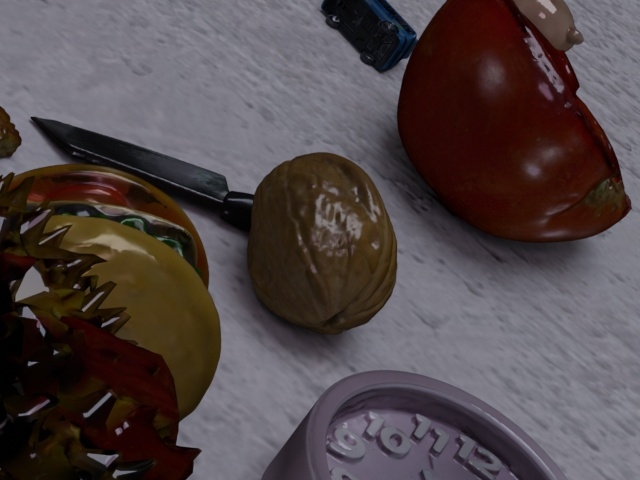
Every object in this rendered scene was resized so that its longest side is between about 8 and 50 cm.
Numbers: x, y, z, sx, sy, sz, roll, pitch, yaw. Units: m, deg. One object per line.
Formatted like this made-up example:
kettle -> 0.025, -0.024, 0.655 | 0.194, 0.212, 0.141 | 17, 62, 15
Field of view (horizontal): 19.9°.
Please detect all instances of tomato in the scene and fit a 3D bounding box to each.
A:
tomato -> 0.135, -0.086, 1.389 | 0.200, 0.139, 0.233 | 64, 8, 28

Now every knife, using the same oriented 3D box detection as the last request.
knife -> -0.089, -0.040, 1.239 | 0.230, 0.028, 0.060 | 20, 23, -16

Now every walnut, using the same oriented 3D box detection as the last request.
walnut -> 0.000, 0.000, 1.182 | 0.105, 0.105, 0.124 | 7, 54, -36

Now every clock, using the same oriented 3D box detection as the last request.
clock -> 0.063, 0.168, 1.053 | 0.197, 0.068, 0.197 | 23, 33, -16

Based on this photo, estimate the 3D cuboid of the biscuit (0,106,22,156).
biscuit -> -0.290, -0.098, 1.126 | 0.206, 0.025, 0.126 | 0, 45, -42

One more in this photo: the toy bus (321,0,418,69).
toy bus -> 0.043, -0.182, 1.521 | 0.083, 0.038, 0.046 | 49, 32, 21

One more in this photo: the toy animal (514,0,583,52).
toy animal -> 0.184, -0.203, 1.634 | 0.114, 0.082, 0.091 | 37, 31, 6

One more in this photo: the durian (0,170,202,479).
durian -> -0.204, 0.114, 0.633 | 0.347, 0.347, 0.384 | 20, 43, -21

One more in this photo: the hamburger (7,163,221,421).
hamburger -> -0.130, 0.040, 0.975 | 0.162, 0.162, 0.115 | 22, 28, -18
